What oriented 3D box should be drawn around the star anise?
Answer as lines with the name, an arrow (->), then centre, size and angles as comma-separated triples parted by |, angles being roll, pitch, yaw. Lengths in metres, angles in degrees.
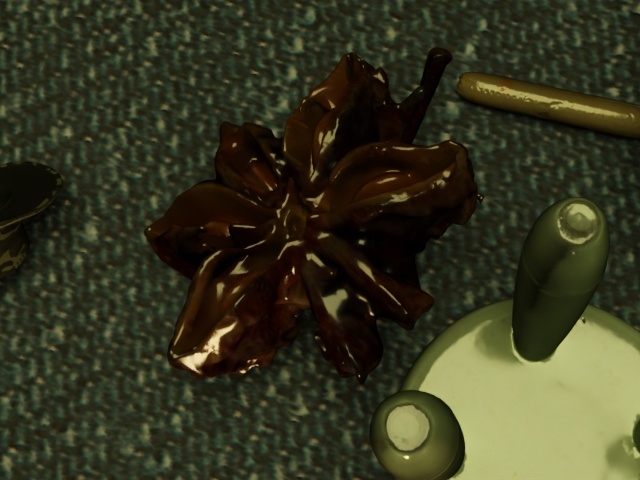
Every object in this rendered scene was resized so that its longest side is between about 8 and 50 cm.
star anise -> 0.000, 0.000, 0.830 | 0.220, 0.126, 0.190 | -20, 46, 18

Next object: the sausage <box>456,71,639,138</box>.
sausage -> 0.156, -0.091, 0.908 | 0.132, 0.024, 0.024 | 12, 76, 3

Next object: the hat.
hat -> -0.215, -0.004, 0.868 | 0.121, 0.121, 0.050 | -26, 116, -6

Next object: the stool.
stool -> 0.137, 0.109, 0.768 | 0.195, 0.199, 0.195 | 39, 80, 11
